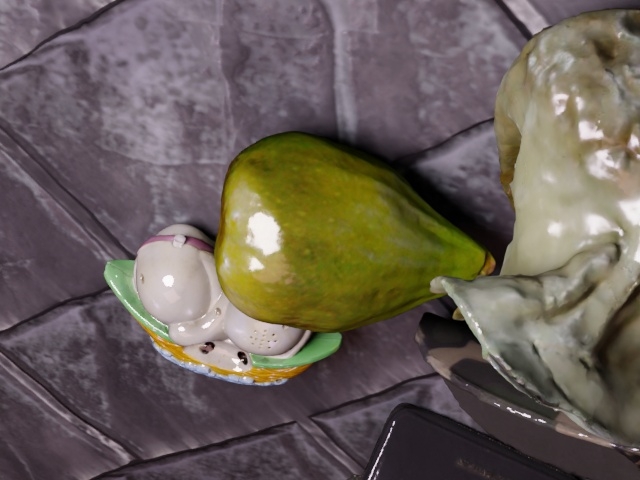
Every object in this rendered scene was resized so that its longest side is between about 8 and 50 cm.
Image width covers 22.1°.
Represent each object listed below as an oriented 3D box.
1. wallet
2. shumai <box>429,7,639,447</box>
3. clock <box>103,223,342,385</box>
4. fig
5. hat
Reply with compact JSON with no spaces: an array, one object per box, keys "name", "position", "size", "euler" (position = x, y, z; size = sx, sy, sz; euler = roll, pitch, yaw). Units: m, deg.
[{"name":"wallet","position":[0.148,0.268,1.652],"size":[0.250,0.149,0.044],"euler":[27,177,-8]},{"name":"shumai","position":[0.258,0.023,1.236],"size":[0.330,0.288,0.292],"euler":[16,137,3]},{"name":"clock","position":[-0.089,0.058,1.524],"size":[0.231,0.103,0.144],"euler":[15,136,0]},{"name":"fig","position":[0.011,-0.003,1.404],"size":[0.233,0.167,0.167],"euler":[8,146,-35]},{"name":"hat","position":[0.293,0.128,1.461],"size":[0.382,0.257,0.366],"euler":[42,175,19]}]
